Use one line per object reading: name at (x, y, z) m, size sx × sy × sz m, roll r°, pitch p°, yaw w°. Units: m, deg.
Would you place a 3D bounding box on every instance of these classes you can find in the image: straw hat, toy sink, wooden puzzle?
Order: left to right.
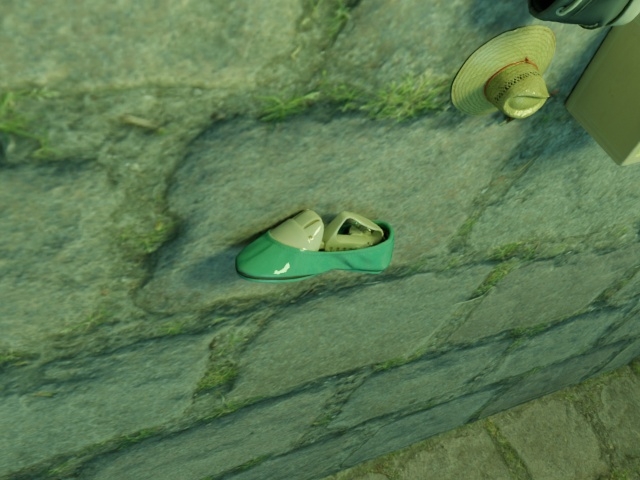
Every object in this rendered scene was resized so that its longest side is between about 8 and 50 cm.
straw hat at (0.229, -0.176, 0.768) m, size 0.145 × 0.061 × 0.144 m, roll -21°, pitch 149°, yaw -13°
wooden puzzle at (0.265, -0.170, 0.843) m, size 0.083 × 0.006 × 0.049 m, roll -29°, pitch 176°, yaw 0°
toy sink at (0.447, -0.221, 0.809) m, size 0.153 × 0.131 × 0.234 m, roll -14°, pitch 147°, yaw -24°

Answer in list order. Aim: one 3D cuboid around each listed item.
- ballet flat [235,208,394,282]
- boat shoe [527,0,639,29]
ballet flat at (0.000, 0.000, 0.853) m, size 0.247 × 0.083 × 0.087 m, roll -2°, pitch 117°, yaw -39°
boat shoe at (0.256, -0.306, 0.535) m, size 0.099 × 0.116 × 0.319 m, roll -7°, pitch 150°, yaw -6°
